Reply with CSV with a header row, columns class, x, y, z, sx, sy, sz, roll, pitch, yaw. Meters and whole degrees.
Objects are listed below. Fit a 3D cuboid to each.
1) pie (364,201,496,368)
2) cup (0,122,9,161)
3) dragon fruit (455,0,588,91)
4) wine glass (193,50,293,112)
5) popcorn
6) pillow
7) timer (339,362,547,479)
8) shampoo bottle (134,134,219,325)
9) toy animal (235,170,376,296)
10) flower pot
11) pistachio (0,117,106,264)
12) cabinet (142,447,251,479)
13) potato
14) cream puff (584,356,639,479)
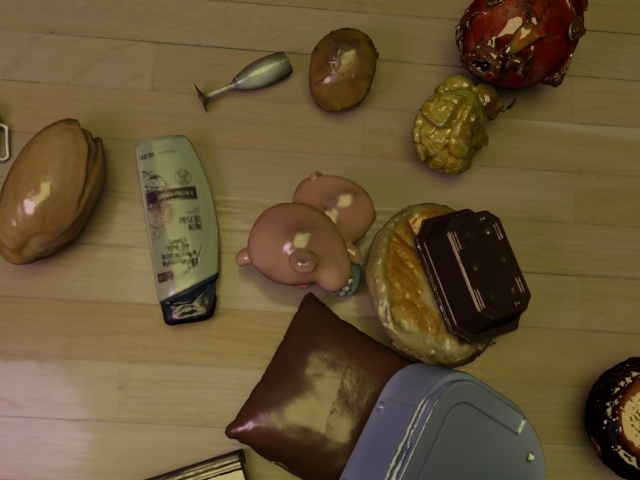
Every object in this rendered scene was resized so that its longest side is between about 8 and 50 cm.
class,x,y,z,sx,sy,sz,roll,pitch,yaw
pie,0.230,0.082,1.439,0.339,0.077,0.339,7,69,-20
cup,-0.657,-0.199,1.477,0.104,0.074,0.116,18,69,-24
dragon fruit,0.405,-0.419,1.517,0.250,0.250,0.315,18,54,1
wine glass,-0.156,-0.329,1.542,0.198,0.066,0.066,-26,79,-9
popcorn,0.275,-0.228,1.507,0.195,0.173,0.168,-45,122,-37
pillow,0.033,0.297,1.378,0.307,0.108,0.305,31,72,0
timer,0.216,0.430,1.293,0.394,0.173,0.395,0,90,-30
shampoo bottle,-0.264,-0.023,1.450,0.134,0.078,0.360,-10,77,-9
toy animal,-0.009,-0.018,1.402,0.229,0.210,0.221,16,82,-35
flower pot,0.292,0.052,1.383,0.178,0.084,0.251,-13,77,-25
pistachio,-0.506,-0.089,1.409,0.181,0.162,0.293,13,75,31
cabinet,-0.192,0.526,1.212,0.227,0.290,0.318,-16,79,-9
potato,0.045,-0.349,1.530,0.137,0.137,0.176,11,78,-1
cream puff,0.601,0.332,1.378,0.239,0.165,0.239,0,75,0
